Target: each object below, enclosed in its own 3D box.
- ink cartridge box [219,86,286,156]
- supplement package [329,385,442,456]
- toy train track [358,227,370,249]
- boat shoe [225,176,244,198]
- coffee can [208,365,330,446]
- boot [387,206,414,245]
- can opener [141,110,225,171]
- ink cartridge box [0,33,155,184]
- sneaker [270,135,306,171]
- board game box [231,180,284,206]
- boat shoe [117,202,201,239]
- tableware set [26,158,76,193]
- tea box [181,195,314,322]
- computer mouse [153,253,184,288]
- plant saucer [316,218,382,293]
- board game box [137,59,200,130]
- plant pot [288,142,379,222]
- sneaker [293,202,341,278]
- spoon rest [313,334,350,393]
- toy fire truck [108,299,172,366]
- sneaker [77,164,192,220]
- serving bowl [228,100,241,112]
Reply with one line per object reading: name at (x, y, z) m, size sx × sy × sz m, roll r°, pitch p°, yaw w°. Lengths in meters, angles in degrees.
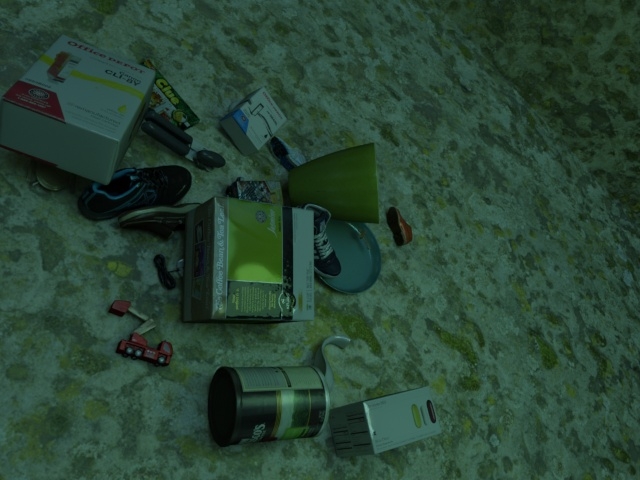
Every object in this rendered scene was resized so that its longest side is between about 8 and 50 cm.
ink cartridge box at (-0.231, -0.415, 1.837) m, size 0.148 × 0.086 × 0.203 m, roll 53°, pitch 50°, yaw -24°
supplement package at (0.192, 0.550, 1.609) m, size 0.262 × 0.204 × 0.145 m, roll -3°, pitch 70°, yaw -33°
toy train track at (0.156, -0.004, 1.912) m, size 0.048 × 0.014 × 0.083 m, roll -28°, pitch 91°, yaw -46°
boat shoe at (-0.290, -0.157, 1.725) m, size 0.040 × 0.049 × 0.142 m, roll 30°, pitch 58°, yaw -18°
coffee can at (-0.141, 0.444, 1.443) m, size 0.275 × 0.201 × 0.201 m, roll 7°, pitch 65°, yaw -31°
boot at (0.315, -0.060, 2.070) m, size 0.085 × 0.059 × 0.157 m, roll -13°, pitch 85°, yaw -40°
can opener at (-0.414, -0.307, 1.644) m, size 0.283 × 0.095 × 0.075 m, roll 33°, pitch 56°, yaw -46°
ink cartridge box at (-0.640, -0.365, 1.433) m, size 0.279 × 0.160 × 0.384 m, roll 19°, pitch 40°, yaw -16°
sneaker at (-0.104, -0.303, 1.908) m, size 0.190 × 0.071 × 0.083 m, roll 50°, pitch 45°, yaw -14°
board game box at (-0.193, -0.072, 1.719) m, size 0.165 × 0.042 × 0.243 m, roll -4°, pitch 83°, yaw -35°
boat shoe at (-0.452, -0.050, 1.543) m, size 0.258 × 0.095 × 0.095 m, roll -11°, pitch 81°, yaw -36°
tableware set at (-0.740, -0.226, 1.473) m, size 0.128 × 0.039 × 0.194 m, roll 19°, pitch 65°, yaw -39°
tea box at (-0.206, 0.071, 1.520) m, size 0.324 × 0.220 × 0.328 m, roll 8°, pitch 75°, yaw -34°
computer mouse at (-0.384, 0.075, 1.559) m, size 0.193 × 0.042 × 0.106 m, roll -13°, pitch 75°, yaw -36°
plant saucer at (0.078, 0.041, 1.875) m, size 0.318 × 0.044 × 0.317 m, roll 13°, pitch 63°, yaw -27°
board game box at (-0.528, -0.461, 1.725) m, size 0.259 × 0.030 × 0.136 m, roll 49°, pitch 49°, yaw -4°
plant pot at (0.044, -0.185, 1.802) m, size 0.294 × 0.274 × 0.274 m, roll -3°, pitch 66°, yaw 4°
sneaker at (0.000, 0.000, 1.708) m, size 0.282 × 0.153 × 0.099 m, roll 51°, pitch 52°, yaw -11°
spoon rest at (0.012, 0.394, 1.629) m, size 0.084 × 0.137 × 0.276 m, roll 31°, pitch 39°, yaw 0°
toy fire truck at (-0.480, 0.249, 1.413) m, size 0.192 × 0.047 × 0.135 m, roll 24°, pitch 56°, yaw -23°
sneaker at (-0.510, -0.150, 1.521) m, size 0.341 × 0.140 × 0.125 m, roll -26°, pitch 84°, yaw -39°
serving bowl at (-0.284, -0.462, 1.883) m, size 0.083 × 0.027 × 0.083 m, roll 14°, pitch 62°, yaw -28°
